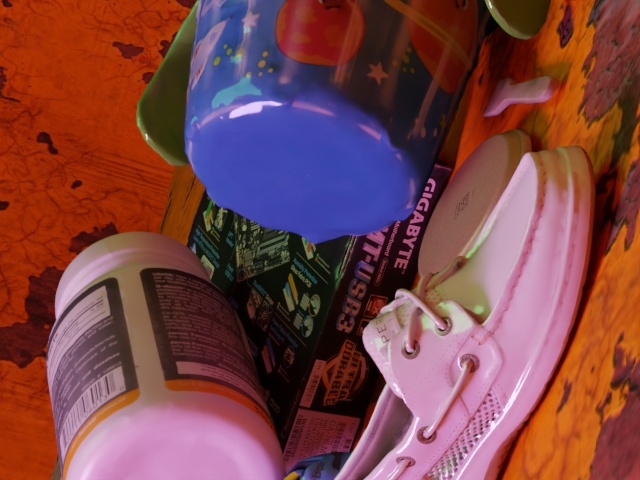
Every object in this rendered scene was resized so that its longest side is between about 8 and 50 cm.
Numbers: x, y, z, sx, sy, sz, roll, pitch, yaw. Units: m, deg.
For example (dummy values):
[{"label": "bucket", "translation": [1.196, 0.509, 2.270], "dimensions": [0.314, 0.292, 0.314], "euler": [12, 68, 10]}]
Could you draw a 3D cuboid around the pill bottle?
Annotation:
[{"label": "pill bottle", "translation": [-0.127, 0.116, 1.453], "dimensions": [0.278, 0.162, 0.162], "euler": [-112, 38, -58]}]

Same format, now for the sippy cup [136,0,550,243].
[{"label": "sippy cup", "translation": [0.007, -0.130, 1.322], "dimensions": [0.305, 0.240, 0.224], "euler": [116, 170, -57]}]

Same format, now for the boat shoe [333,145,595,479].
[{"label": "boat shoe", "translation": [0.071, 0.066, 1.067], "dimensions": [0.098, 0.096, 0.277], "euler": [-94, 22, -67]}]

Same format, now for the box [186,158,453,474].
[{"label": "box", "translation": [-0.026, 0.020, 1.561], "dimensions": [0.295, 0.073, 0.293], "euler": [43, 116, 59]}]

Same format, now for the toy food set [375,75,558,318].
[{"label": "toy food set", "translation": [0.106, -0.014, 1.223], "dimensions": [0.192, 0.038, 0.132], "euler": [-63, 14, -5]}]

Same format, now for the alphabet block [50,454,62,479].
[{"label": "alphabet block", "translation": [-0.162, 0.235, 1.863], "dimensions": [0.192, 0.193, 0.197], "euler": [-122, 49, -80]}]

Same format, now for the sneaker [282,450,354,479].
[{"label": "sneaker", "translation": [-0.002, 0.184, 1.348], "dimensions": [0.209, 0.082, 0.069], "euler": [131, 153, -72]}]
